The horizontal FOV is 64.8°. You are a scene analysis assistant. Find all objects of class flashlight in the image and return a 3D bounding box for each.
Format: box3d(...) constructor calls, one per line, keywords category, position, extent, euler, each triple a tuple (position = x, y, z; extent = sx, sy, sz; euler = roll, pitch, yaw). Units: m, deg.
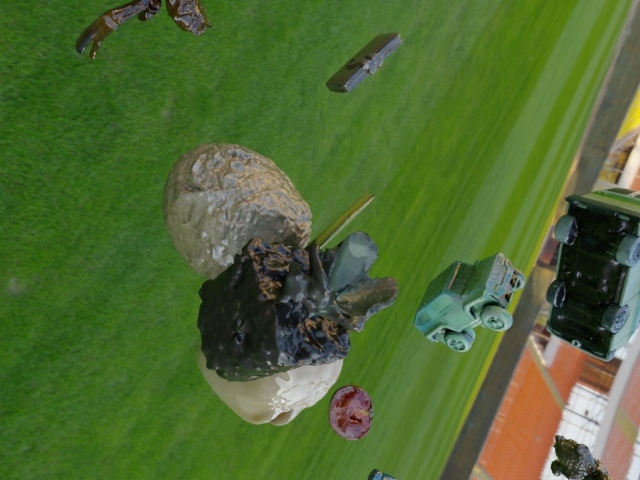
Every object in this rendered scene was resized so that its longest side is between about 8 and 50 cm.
box3d(category="flashlight", position=(0.137, 0.435, 0.858), extent=(0.051, 0.129, 0.051), euler=(-51, 179, -1))

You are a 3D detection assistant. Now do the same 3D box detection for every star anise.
box3d(category="star anise", position=(-0.305, -0.450, 0.930), extent=(0.346, 0.148, 0.237), euler=(-35, 148, -9))

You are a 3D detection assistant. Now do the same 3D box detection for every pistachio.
box3d(category="pistachio", position=(-0.102, 0.200, 0.878), extent=(0.193, 0.318, 0.214), euler=(22, 75, -42))

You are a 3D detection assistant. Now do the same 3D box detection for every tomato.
box3d(category="tomato", position=(0.093, 0.527, 1.565), extent=(0.091, 0.138, 0.159), euler=(101, -9, -81))

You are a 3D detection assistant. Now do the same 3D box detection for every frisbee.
box3d(category="frisbee", position=(0.000, 0.000, 0.832), extent=(0.236, 0.017, 0.236), euler=(-42, -179, 1))

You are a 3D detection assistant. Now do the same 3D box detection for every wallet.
box3d(category="wallet", position=(0.083, -0.348, 0.984), extent=(0.152, 0.118, 0.039), euler=(-42, 116, -3))

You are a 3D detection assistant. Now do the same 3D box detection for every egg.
box3d(category="egg", position=(-0.159, -0.039, 0.964), extent=(0.310, 0.279, 0.279), euler=(44, 69, -37))

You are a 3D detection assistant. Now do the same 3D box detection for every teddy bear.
box3d(category="teddy bear", position=(0.683, 0.613, 1.294), extent=(0.129, 0.182, 0.251), euler=(-27, 95, -37))

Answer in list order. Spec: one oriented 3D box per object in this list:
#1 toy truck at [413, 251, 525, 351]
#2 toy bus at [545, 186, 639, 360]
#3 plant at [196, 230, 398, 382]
box3d(category="toy truck", position=(0.343, 0.144, 1.188), extent=(0.155, 0.156, 0.279), euler=(-55, 179, -36))
box3d(category="toy bus", position=(0.503, 0.050, 0.881), extent=(0.164, 0.133, 0.276), euler=(-20, 121, -28))
box3d(category="plant", position=(-0.031, 0.064, 0.515), extent=(0.142, 0.203, 0.131), euler=(22, 53, -54))
